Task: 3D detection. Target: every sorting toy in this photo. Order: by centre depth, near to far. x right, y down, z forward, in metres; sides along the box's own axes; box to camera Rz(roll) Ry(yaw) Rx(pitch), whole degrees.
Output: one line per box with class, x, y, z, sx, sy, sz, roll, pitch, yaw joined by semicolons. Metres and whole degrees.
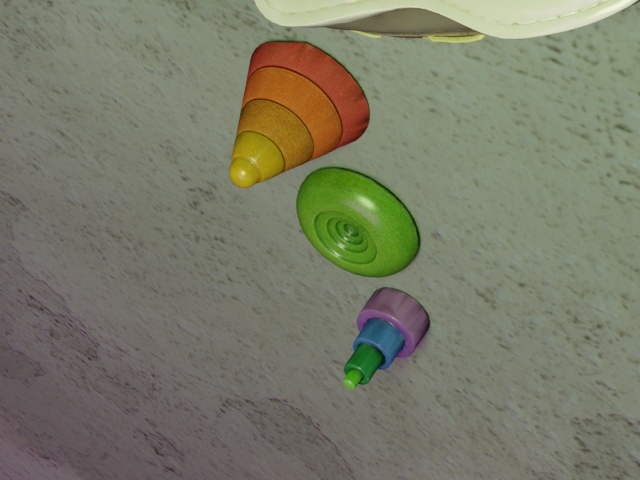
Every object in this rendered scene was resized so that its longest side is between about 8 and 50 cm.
sorting toy;0.000;0.000;1.392;0.127;0.126;0.365;8;137;35

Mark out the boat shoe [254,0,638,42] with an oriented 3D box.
boat shoe;0.103;-0.195;1.088;0.324;0.097;0.116;2;93;36
